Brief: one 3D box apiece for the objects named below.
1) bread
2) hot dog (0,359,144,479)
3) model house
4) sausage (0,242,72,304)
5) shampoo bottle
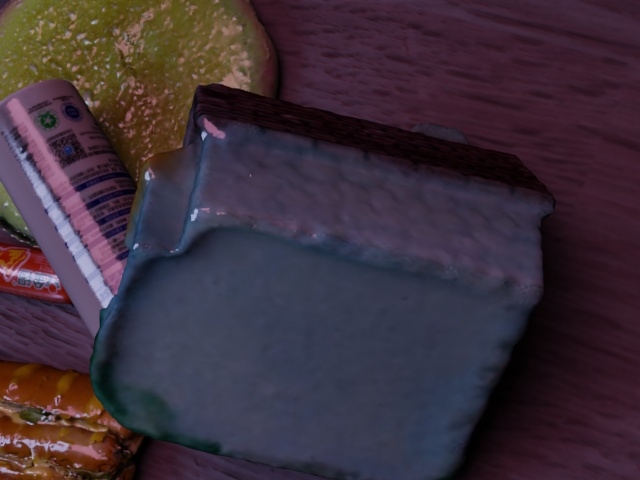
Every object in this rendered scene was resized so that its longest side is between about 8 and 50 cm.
[{"bbox_3d":[-0.181,-0.130,1.360,0.301,0.045,0.301,-7,68,19],"label":"bread"},{"bbox_3d":[-0.262,0.148,1.270,0.269,0.072,0.115,4,80,21],"label":"hot dog"},{"bbox_3d":[0.000,0.000,1.152,0.281,0.230,0.248,15,38,-8],"label":"model house"},{"bbox_3d":[-0.241,0.028,1.320,0.145,0.048,0.050,10,37,22],"label":"sausage"},{"bbox_3d":[-0.155,0.020,1.244,0.092,0.092,0.303,-34,76,5],"label":"shampoo bottle"}]
